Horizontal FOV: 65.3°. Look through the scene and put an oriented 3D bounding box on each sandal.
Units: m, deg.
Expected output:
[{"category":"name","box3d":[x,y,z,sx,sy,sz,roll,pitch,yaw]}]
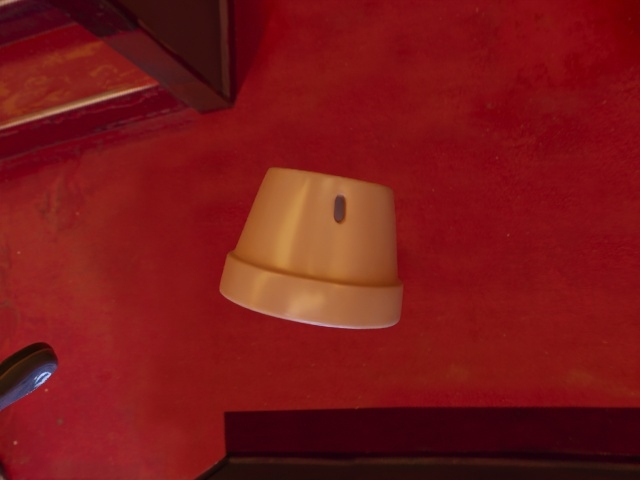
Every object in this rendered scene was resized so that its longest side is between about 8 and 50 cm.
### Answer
[{"category":"sandal","box3d":[-0.259,0.152,0.341,0.090,0.219,0.060,-41,94,23]}]

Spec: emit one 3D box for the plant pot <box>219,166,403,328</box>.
[{"category":"plant pot","box3d":[0.000,0.000,0.795,0.291,0.291,0.203,11,94,17]}]
